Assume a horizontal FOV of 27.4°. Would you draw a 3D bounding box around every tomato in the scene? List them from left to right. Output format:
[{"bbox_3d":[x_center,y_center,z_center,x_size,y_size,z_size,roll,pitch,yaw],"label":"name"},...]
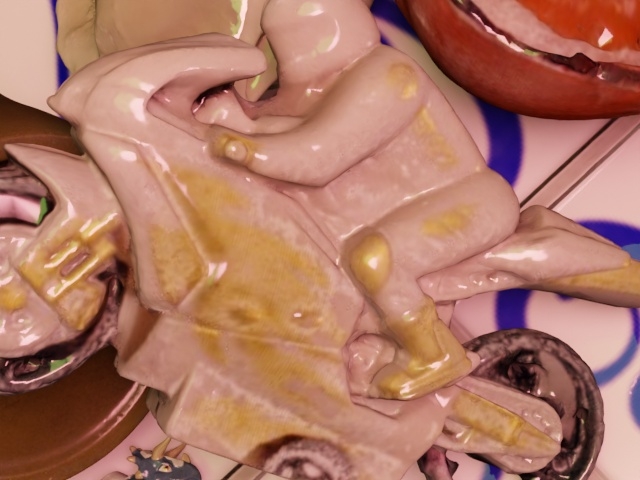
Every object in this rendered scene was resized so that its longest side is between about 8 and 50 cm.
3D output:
[{"bbox_3d":[0.120,-0.136,0.653,0.199,0.112,0.228,6,57,-10],"label":"tomato"}]

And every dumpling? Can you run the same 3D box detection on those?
[{"bbox_3d":[-0.054,-0.158,0.707,0.179,0.131,0.252,8,67,43],"label":"dumpling"}]

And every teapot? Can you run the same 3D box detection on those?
[{"bbox_3d":[-0.184,0.029,0.669,0.175,0.185,0.268,23,113,51],"label":"teapot"}]

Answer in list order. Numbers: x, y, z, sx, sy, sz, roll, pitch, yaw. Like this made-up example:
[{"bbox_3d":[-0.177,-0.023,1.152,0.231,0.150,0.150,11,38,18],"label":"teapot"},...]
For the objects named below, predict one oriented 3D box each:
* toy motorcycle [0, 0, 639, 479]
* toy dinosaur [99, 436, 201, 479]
[{"bbox_3d":[0.000,0.000,0.590,0.340,0.108,0.223,21,90,-17],"label":"toy motorcycle"},{"bbox_3d":[-0.100,0.136,0.682,0.083,0.030,0.047,-40,69,0],"label":"toy dinosaur"}]
